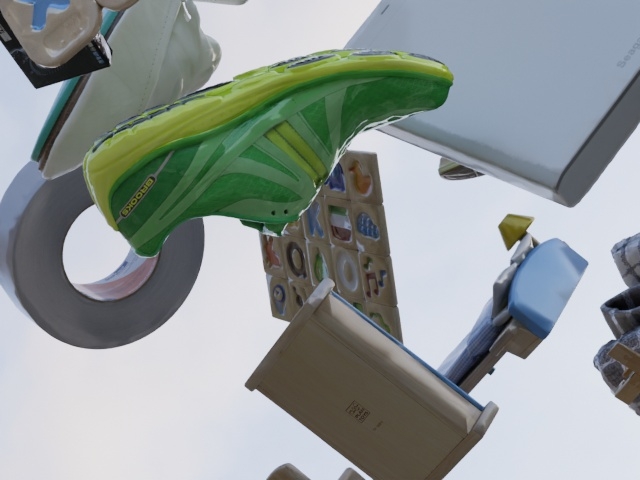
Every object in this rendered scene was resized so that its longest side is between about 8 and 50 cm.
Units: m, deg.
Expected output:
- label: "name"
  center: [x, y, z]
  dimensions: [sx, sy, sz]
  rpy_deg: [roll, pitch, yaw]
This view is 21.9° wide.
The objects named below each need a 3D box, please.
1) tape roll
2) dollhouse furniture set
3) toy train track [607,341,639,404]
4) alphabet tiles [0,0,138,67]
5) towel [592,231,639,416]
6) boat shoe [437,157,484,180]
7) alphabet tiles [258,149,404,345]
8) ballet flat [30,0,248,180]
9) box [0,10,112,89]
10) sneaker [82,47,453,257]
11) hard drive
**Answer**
- label: "tape roll"
  center: [-0.236, 0.002, 1.759]
  dimensions: [0.219, 0.072, 0.219]
  rpy_deg: [-9, -71, -28]
- label: "dollhouse furniture set"
  center: [0.078, 0.109, 1.643]
  dimensions: [0.198, 0.303, 0.286]
  rpy_deg: [38, -49, 2]
- label: "toy train track"
  center: [0.187, 0.055, 0.889]
  dimensions: [0.048, 0.014, 0.083]
  rpy_deg: [32, -63, -9]
- label: "alphabet tiles"
  center: [-0.183, -0.261, 1.067]
  dimensions: [0.284, 0.278, 0.021]
  rpy_deg: [-37, -21, 11]
- label: "towel"
  center: [0.328, 0.089, 0.988]
  dimensions: [0.284, 0.121, 0.235]
  rpy_deg: [44, -39, -18]
- label: "boat shoe"
  center: [0.187, -0.110, 1.703]
  dimensions: [0.153, 0.048, 0.056]
  rpy_deg: [-28, -22, 17]
- label: "alphabet tiles"
  center: [0.000, 0.000, 1.895]
  dimensions: [0.011, 0.285, 0.342]
  rpy_deg: [-16, -76, -29]
- label: "ballet flat"
  center: [-0.129, -0.219, 1.478]
  dimensions: [0.139, 0.400, 0.139]
  rpy_deg: [18, -19, 6]
- label: "box"
  center: [-0.205, -0.156, 1.244]
  dimensions: [0.067, 0.018, 0.083]
  rpy_deg: [-14, -43, 15]
- label: "sneaker"
  center: [-0.034, -0.071, 1.278]
  dimensions: [0.296, 0.109, 0.123]
  rpy_deg: [-21, -77, -12]
- label: "hard drive"
  center: [0.153, -0.156, 1.392]
  dimensions: [0.203, 0.307, 0.040]
  rpy_deg: [-52, -49, -11]
